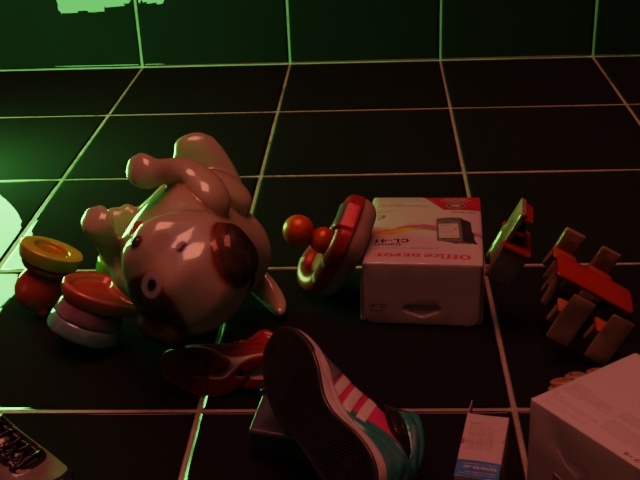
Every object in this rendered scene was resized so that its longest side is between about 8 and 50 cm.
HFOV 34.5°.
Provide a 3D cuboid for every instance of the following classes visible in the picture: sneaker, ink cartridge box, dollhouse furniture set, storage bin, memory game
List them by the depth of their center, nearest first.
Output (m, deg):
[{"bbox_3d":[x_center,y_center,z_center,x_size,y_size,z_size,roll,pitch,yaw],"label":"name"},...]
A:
[{"bbox_3d":[0.223,0.310,1.411,0.061,0.104,0.181,5,27,14],"label":"ink cartridge box"},{"bbox_3d":[0.047,0.247,1.459,0.178,0.124,0.295,19,29,-48],"label":"sneaker"},{"bbox_3d":[-0.461,0.306,1.480,0.271,0.108,0.100,16,29,31],"label":"sneaker"},{"bbox_3d":[-0.041,0.274,1.536,0.135,0.098,0.091,6,37,17],"label":"storage bin"},{"bbox_3d":[0.448,0.224,1.612,0.186,0.012,0.186,-7,7,1],"label":"memory game"},{"bbox_3d":[-0.150,0.202,1.729,0.221,0.087,0.128,6,13,4],"label":"sneaker"},{"bbox_3d":[0.428,0.051,1.792,0.259,0.135,0.262,27,28,-3],"label":"dollhouse furniture set"},{"bbox_3d":[0.199,0.031,1.971,0.226,0.131,0.306,1,24,7],"label":"ink cartridge box"}]

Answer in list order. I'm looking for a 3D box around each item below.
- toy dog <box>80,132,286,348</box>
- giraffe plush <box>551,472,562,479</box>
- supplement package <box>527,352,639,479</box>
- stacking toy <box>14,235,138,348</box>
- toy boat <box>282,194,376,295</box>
[{"bbox_3d":[-0.229,0.036,1.769,0.284,0.395,0.408,-35,11,5],"label":"toy dog"},{"bbox_3d":[0.277,0.396,1.190,0.170,0.181,0.210,-34,45,-13],"label":"giraffe plush"},{"bbox_3d":[0.422,0.284,1.397,0.203,0.149,0.194,-17,29,-28],"label":"supplement package"},{"bbox_3d":[-0.413,0.119,1.929,0.279,0.130,0.309,11,15,-40],"label":"stacking toy"},{"bbox_3d":[0.000,0.000,1.933,0.151,0.231,0.151,23,55,-4],"label":"toy boat"}]
